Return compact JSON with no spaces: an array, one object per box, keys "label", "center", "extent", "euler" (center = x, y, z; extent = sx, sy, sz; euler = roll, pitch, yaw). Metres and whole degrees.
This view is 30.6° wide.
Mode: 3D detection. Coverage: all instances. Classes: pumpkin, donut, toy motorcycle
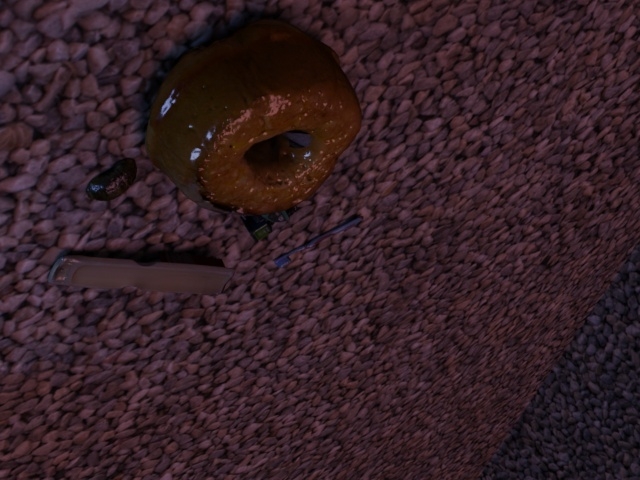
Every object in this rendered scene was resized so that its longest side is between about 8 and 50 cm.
[{"label":"pumpkin","center":[-0.290,-0.081,1.659],"extent":[0.083,0.028,0.050],"euler":[-42,149,-4]},{"label":"donut","center":[-0.089,-0.163,1.652],"extent":[0.317,0.150,0.299],"euler":[-25,151,-25]},{"label":"toy motorcycle","center":[-0.099,-0.065,1.873],"extent":[0.100,0.058,0.173],"euler":[-33,153,-1]}]

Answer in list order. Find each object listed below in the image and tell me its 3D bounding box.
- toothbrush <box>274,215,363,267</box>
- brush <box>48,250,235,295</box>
[{"label":"toothbrush","center":[0.000,0.000,2.117],"extent":[0.193,0.019,0.013],"euler":[-29,149,-21]},{"label":"brush","center":[-0.278,0.045,1.838],"extent":[0.321,0.050,0.060],"euler":[5,132,-42]}]
